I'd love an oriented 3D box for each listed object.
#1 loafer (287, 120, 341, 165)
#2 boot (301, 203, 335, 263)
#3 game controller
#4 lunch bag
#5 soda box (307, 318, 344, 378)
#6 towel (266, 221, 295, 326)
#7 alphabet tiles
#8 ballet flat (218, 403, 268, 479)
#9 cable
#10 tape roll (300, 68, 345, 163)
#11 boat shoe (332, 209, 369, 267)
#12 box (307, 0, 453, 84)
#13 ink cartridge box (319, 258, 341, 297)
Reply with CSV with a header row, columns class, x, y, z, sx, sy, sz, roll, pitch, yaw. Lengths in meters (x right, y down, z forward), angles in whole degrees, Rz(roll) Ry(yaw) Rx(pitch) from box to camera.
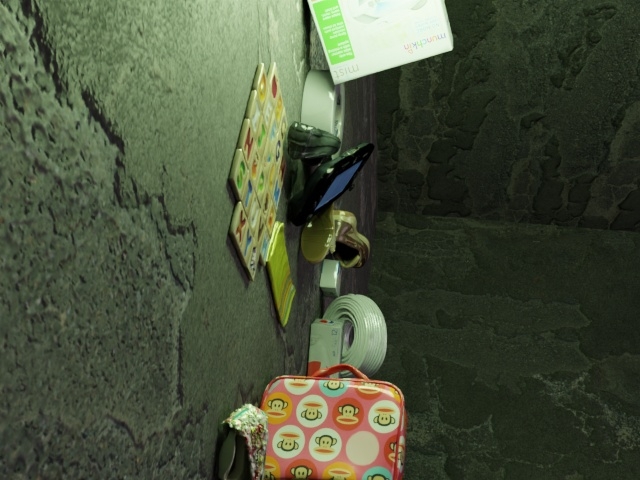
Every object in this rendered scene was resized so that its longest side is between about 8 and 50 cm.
class,x,y,z,sx,sy,sz,roll,pitch,yaw
loafer,-0.016,-0.193,1.326,0.223,0.076,0.078,-10,119,-72
boot,0.000,0.000,1.625,0.165,0.077,0.213,86,9,-54
game controller,0.032,-0.135,1.467,0.166,0.067,0.319,-46,177,30
lunch bag,0.021,0.366,1.259,0.120,0.292,0.258,75,22,-54
soda box,0.012,0.376,1.862,0.098,0.091,0.287,-25,120,-82
towel,-0.080,0.074,1.317,0.237,0.021,0.102,84,13,-51
alphabet tiles,-0.099,-0.119,1.106,0.285,0.011,0.343,79,18,-60
ballet flat,-0.132,0.381,1.022,0.077,0.091,0.241,-1,92,-51
cable,0.097,0.291,1.952,0.257,0.089,0.257,4,-97,57
tape roll,0.008,-0.290,1.519,0.219,0.072,0.220,4,90,-81
boat shoe,0.079,0.029,2.008,0.342,0.123,0.123,67,28,-64
box,0.125,-0.482,1.355,0.127,0.261,0.231,-65,140,-62
ink cartridge box,0.033,0.119,1.988,0.122,0.052,0.089,75,22,-70
